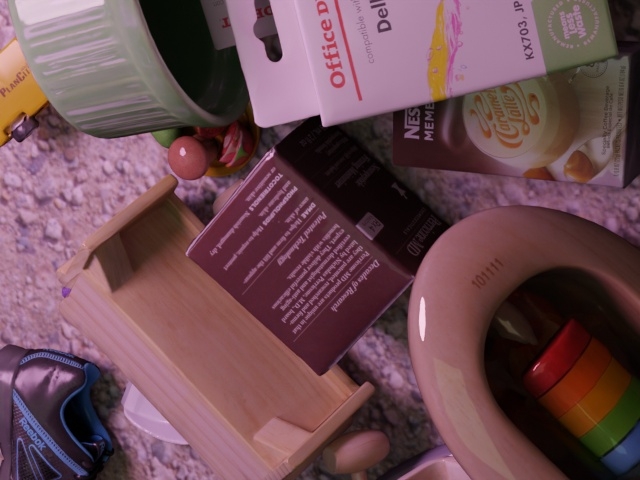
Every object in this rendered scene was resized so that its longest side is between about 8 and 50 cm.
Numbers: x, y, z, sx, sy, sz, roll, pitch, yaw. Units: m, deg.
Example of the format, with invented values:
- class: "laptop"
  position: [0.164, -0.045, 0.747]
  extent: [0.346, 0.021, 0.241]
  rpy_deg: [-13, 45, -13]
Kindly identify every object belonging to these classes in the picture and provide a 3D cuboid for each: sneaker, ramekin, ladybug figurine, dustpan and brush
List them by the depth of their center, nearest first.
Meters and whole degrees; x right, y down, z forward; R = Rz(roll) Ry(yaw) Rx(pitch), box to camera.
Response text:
- class: "ladybug figurine"
  position: [0.265, 0.164, 1.672]
  extent: [0.449, 0.305, 0.162]
  rpy_deg: [48, 162, -3]
- class: "ramekin"
  position: [-0.197, -0.250, 1.682]
  extent: [0.148, 0.303, 0.303]
  rpy_deg: [-12, 101, 20]
- class: "dustpan and brush"
  position: [-0.140, 0.202, 1.955]
  extent: [0.211, 0.060, 0.147]
  rpy_deg: [26, 115, 7]
- class: "sneaker"
  position: [-0.333, 0.299, 2.036]
  extent: [0.140, 0.125, 0.341]
  rpy_deg: [1, 109, 18]

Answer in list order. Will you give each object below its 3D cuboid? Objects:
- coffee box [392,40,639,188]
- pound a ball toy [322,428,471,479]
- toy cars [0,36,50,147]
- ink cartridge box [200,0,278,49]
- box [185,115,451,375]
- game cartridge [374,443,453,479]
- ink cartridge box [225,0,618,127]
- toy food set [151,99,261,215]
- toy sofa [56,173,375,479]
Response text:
- class: "coffee box"
  position: [0.205, -0.139, 1.676]
  extent: [0.246, 0.098, 0.141]
  rpy_deg: [6, 106, 21]
- class: "pound a ball toy"
  position: [0.146, 0.355, 1.803]
  extent: [0.208, 0.136, 0.319]
  rpy_deg: [5, 116, 55]
- class: "toy cars"
  position: [-0.323, -0.296, 1.866]
  extent: [0.176, 0.087, 0.393]
  rpy_deg: [9, 106, 8]
- class: "ink cartridge box"
  position: [-0.039, -0.337, 1.678]
  extent: [0.171, 0.168, 0.232]
  rpy_deg: [-12, 102, 24]
- class: "box"
  position: [0.000, 0.000, 1.764]
  extent: [0.203, 0.168, 0.167]
  rpy_deg: [41, 116, 1]
- class: "game cartridge"
  position: [0.159, 0.337, 1.877]
  extent: [0.297, 0.062, 0.198]
  rpy_deg: [-29, 98, 28]
- class: "ink cartridge box"
  position: [0.081, -0.231, 1.528]
  extent: [0.353, 0.119, 0.207]
  rpy_deg: [-14, 100, 6]
- class: "toy food set"
  position: [-0.141, -0.132, 1.843]
  extent: [0.128, 0.071, 0.218]
  rpy_deg: [-29, 94, 28]
- class: "toy sofa"
  position: [-0.127, 0.118, 1.871]
  extent: [0.362, 0.150, 0.177]
  rpy_deg: [46, 149, 4]
